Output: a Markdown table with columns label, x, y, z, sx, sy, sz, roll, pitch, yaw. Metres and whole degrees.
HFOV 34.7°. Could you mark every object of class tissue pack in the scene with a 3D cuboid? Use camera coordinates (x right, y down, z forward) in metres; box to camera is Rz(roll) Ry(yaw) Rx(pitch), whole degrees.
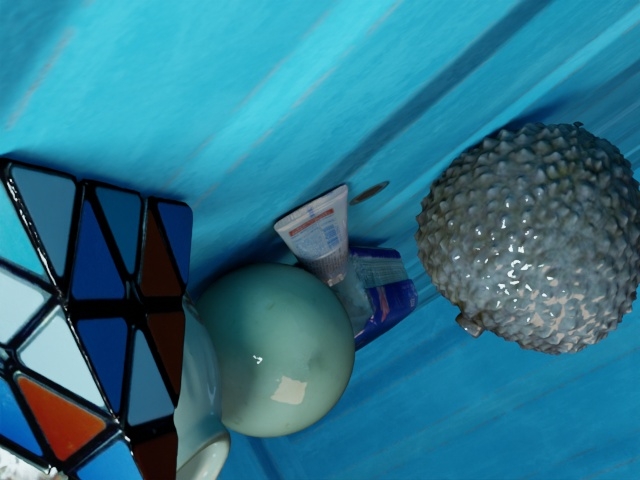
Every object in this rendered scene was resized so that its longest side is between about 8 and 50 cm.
| label | x | y | z | sx | sy | sz | roll | pitch | yaw |
| --- | --- | --- | --- | --- | --- | --- | --- | --- | --- |
| tissue pack | 0.020 | 0.104 | 1.482 | 0.209 | 0.137 | 0.270 | -33 | 168 | 14 |

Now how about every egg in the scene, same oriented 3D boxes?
| label | x | y | z | sx | sy | sz | roll | pitch | yaw |
| --- | --- | --- | --- | --- | --- | --- | --- | --- | --- |
| egg | -0.061 | 0.129 | 1.198 | 0.203 | 0.203 | 0.282 | -27 | 166 | -9 |

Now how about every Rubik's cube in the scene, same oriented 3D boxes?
| label | x | y | z | sx | sy | sz | roll | pitch | yaw |
| --- | --- | --- | --- | --- | --- | --- | --- | --- | --- |
| Rubik's cube | -0.142 | 0.094 | 0.737 | 0.284 | 0.234 | 0.250 | -38 | 167 | 37 |

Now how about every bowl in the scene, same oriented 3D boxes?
| label | x | y | z | sx | sy | sz | roll | pitch | yaw |
| --- | --- | --- | --- | --- | --- | --- | --- | --- | --- |
| bowl | -0.188 | 0.192 | 0.944 | 0.337 | 0.157 | 0.337 | -49 | 162 | -22 |

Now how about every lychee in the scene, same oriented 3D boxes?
| label | x | y | z | sx | sy | sz | roll | pitch | yaw |
| --- | --- | --- | --- | --- | --- | --- | --- | --- | --- |
| lychee | 0.261 | -0.001 | 1.229 | 0.300 | 0.300 | 0.300 | -28 | 170 | -6 |

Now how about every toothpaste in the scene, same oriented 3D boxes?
| label | x | y | z | sx | sy | sz | roll | pitch | yaw |
| --- | --- | --- | --- | --- | --- | --- | --- | --- | --- |
| toothpaste | 0.000 | 0.000 | 1.182 | 0.089 | 0.057 | 0.234 | -30 | 163 | -5 |
